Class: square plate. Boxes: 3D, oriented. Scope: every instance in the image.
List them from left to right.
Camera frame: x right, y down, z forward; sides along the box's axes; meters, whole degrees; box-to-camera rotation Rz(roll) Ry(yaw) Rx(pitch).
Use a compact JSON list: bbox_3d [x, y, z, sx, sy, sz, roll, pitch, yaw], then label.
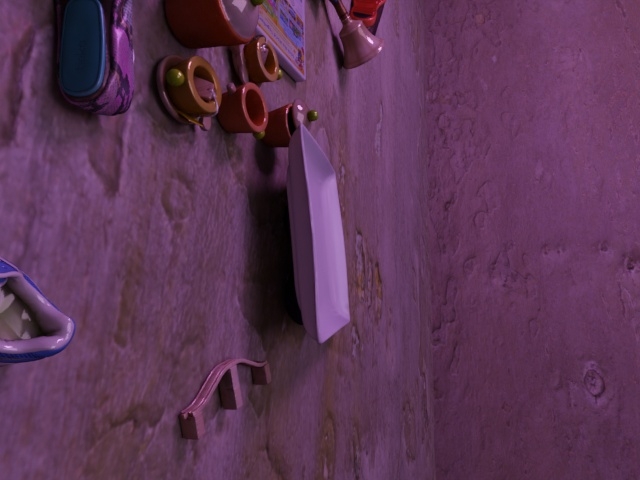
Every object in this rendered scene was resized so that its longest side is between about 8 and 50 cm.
[{"bbox_3d":[0.000,0.000,0.839,0.347,0.049,0.343,24,60,-78],"label":"square plate"}]

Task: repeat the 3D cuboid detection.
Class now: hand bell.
[{"bbox_3d":[0.056,-0.574,1.119,0.242,0.126,0.126,53,38,-34],"label":"hand bell"}]

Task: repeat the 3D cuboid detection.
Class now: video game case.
[{"bbox_3d":[-0.085,-0.440,0.827,0.227,0.026,0.206,18,70,-67],"label":"video game case"}]

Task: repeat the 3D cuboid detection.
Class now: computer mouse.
[{"bbox_3d":[-0.052,0.033,0.812,0.071,0.041,0.241,46,37,-71],"label":"computer mouse"}]

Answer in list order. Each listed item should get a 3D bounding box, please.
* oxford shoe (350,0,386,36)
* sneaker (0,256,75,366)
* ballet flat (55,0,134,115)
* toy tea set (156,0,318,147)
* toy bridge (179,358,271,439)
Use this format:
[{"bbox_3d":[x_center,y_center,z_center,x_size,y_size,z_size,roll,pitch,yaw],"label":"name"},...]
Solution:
[{"bbox_3d":[0.138,-0.676,1.345,0.098,0.097,0.271,90,17,-48],"label":"oxford shoe"},{"bbox_3d":[-0.248,0.016,0.280,0.211,0.081,0.080,56,38,-47],"label":"sneaker"},{"bbox_3d":[-0.214,-0.232,0.436,0.079,0.077,0.221,-19,109,-85],"label":"ballet flat"},{"bbox_3d":[-0.088,-0.245,0.653,0.336,0.125,0.199,1,85,-67],"label":"toy tea set"},{"bbox_3d":[-0.126,0.199,0.609,0.188,0.026,0.063,-13,95,-67],"label":"toy bridge"}]
